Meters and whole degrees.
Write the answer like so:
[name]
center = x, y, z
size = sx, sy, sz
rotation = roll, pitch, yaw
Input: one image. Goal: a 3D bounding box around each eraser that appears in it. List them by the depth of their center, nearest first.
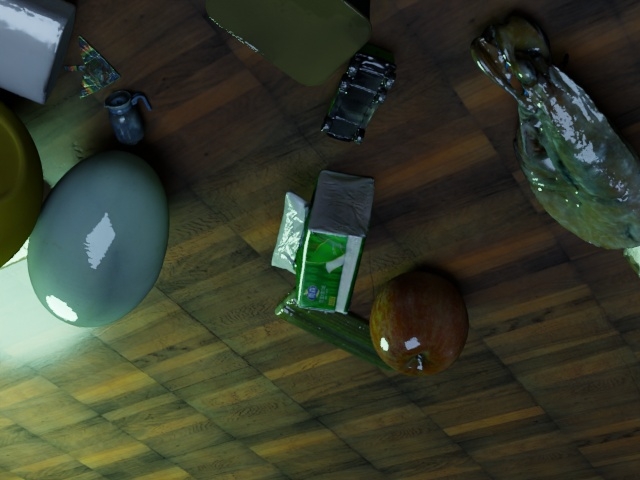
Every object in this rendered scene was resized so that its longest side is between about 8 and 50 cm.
[eraser]
center = -0.506, -0.318, 1.184
size = 0.270, 0.094, 0.174
rotation = 20, 136, -15

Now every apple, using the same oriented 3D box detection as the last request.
[apple]
center = 0.185, 0.160, 1.545
size = 0.188, 0.173, 0.188
rotation = 3, 140, 2

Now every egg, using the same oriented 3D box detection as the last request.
[egg]
center = -0.379, -0.001, 1.413
size = 0.230, 0.230, 0.371
rotation = 19, 129, -12

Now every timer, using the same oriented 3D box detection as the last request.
[timer]
center = -0.634, -0.075, 1.289
size = 0.387, 0.376, 0.376
rotation = -21, 131, 42

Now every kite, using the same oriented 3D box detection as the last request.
[kite]
center = -0.358, -0.267, 1.283
size = 0.090, 0.004, 0.122
rotation = 8, 138, 0

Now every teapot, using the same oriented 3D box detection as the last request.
[teapot]
center = -0.307, -0.196, 1.320
size = 0.064, 0.049, 0.083
rotation = 0, 137, 9

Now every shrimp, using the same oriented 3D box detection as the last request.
[shrimp]
center = 0.363, -0.147, 1.230
size = 0.221, 0.110, 0.445
rotation = 12, 146, 54

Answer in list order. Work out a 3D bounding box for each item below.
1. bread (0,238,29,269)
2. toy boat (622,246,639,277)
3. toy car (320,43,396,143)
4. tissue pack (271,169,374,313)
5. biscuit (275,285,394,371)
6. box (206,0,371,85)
[bread]
center = -0.602, -0.013, 1.555
size = 0.178, 0.060, 0.139
rotation = -18, 133, 25
[toy boat]
center = 0.600, -0.078, 1.266
size = 0.162, 0.136, 0.445
rotation = -16, 144, -26
[toy car]
center = 0.055, -0.218, 1.232
size = 0.071, 0.062, 0.165
rotation = 18, 137, -10
[tissue pack]
center = -0.001, 0.002, 1.418
size = 0.156, 0.148, 0.209
rotation = 9, 138, -2
[biscuit]
center = 0.055, 0.194, 1.702
size = 0.322, 0.038, 0.099
rotation = 30, 130, -22
[box]
center = -0.038, -0.323, 1.112
size = 0.201, 0.090, 0.144
rotation = 31, 133, -23
